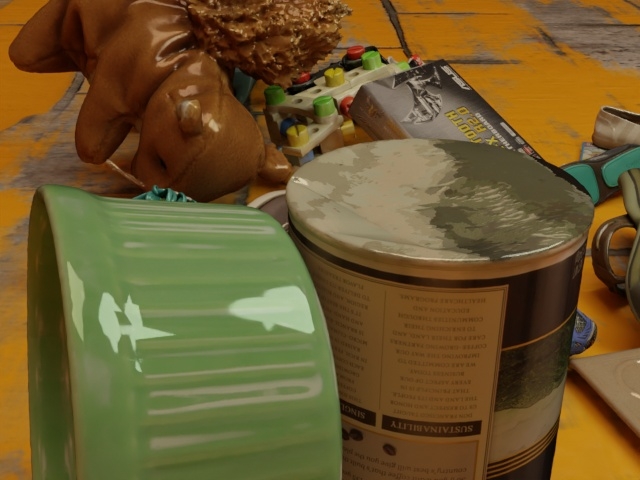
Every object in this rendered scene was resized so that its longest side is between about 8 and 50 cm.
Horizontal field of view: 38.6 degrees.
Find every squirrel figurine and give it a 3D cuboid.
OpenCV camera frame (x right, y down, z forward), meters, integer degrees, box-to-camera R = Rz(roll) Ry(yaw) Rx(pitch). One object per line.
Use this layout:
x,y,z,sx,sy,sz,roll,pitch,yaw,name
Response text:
-0.159,-0.229,1.195,0.397,0.281,0.370,-45,43,7,squirrel figurine

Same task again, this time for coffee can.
0.075,0.090,0.654,0.201,0.275,0.201,0,27,0,coffee can

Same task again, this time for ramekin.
-0.102,0.114,0.591,0.148,0.303,0.303,-2,26,-22,ramekin

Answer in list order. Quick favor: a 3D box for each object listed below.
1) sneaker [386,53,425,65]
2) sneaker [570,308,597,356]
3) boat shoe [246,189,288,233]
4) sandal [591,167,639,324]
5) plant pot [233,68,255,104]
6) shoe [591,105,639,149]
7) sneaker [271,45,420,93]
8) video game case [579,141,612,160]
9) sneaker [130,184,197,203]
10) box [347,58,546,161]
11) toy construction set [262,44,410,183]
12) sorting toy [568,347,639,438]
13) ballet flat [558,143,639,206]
0.185,-0.296,1.661,0.161,0.075,0.057,14,29,25,sneaker
0.199,0.065,0.950,0.087,0.083,0.221,5,24,-28,sneaker
0.000,0.000,1.021,0.096,0.117,0.324,12,23,28,boat shoe
0.351,0.017,1.023,0.086,0.120,0.303,-20,17,22,sandal
-0.214,-0.368,1.551,0.341,0.341,0.334,3,34,4,plant pot
0.512,-0.153,1.361,0.219,0.058,0.076,18,32,31,shoe
0.050,-0.267,1.542,0.286,0.130,0.109,10,30,21,sneaker
0.475,-0.115,1.368,0.166,0.015,0.119,9,27,15,video game case
-0.164,-0.007,1.033,0.275,0.110,0.107,-9,28,-20,sneaker
0.176,-0.138,1.244,0.183,0.056,0.231,-24,65,-41,box
0.055,-0.193,1.365,0.327,0.151,0.215,-13,29,-25,toy construction set
0.354,0.149,0.816,0.193,0.038,0.208,-7,23,-15,sorting toy
0.366,-0.081,1.253,0.203,0.074,0.074,-20,33,-25,ballet flat
